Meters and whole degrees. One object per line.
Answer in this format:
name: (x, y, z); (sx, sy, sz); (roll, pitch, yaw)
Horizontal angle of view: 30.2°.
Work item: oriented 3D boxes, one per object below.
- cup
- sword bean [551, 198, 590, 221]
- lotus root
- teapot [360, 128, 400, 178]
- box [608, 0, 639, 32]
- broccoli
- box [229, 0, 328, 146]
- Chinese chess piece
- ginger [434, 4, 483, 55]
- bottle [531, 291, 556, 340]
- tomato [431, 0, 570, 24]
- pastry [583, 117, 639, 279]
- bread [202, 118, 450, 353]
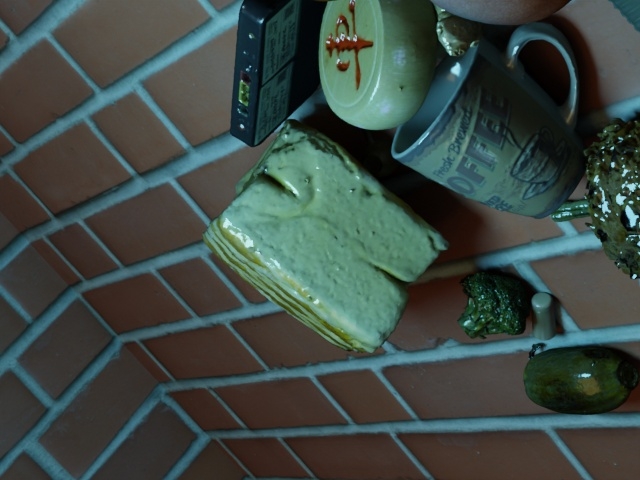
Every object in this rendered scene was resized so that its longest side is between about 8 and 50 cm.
cup: (0.295, -0.185, 1.805); (0.257, 0.227, 0.301); (30, 122, -13)
sword bean: (0.479, -0.047, 1.899); (0.269, 0.038, 0.043); (2, 108, 48)
lotus root: (0.480, 0.262, 2.222); (0.124, 0.123, 0.241); (43, 154, -22)
teapot: (0.091, -0.162, 2.157); (0.085, 0.080, 0.110); (-29, 95, 29)
box: (0.475, -0.313, 1.467); (0.274, 0.138, 0.178); (47, 156, -5)
broccoli: (0.323, 0.124, 2.222); (0.145, 0.138, 0.162); (50, -173, -6)
box: (-0.064, -0.322, 1.985); (0.058, 0.211, 0.350); (35, 149, 14)
Chinese chess piece: (0.085, -0.296, 1.832); (0.251, 0.097, 0.250); (179, 90, -65)
ginger: (0.173, -0.354, 1.632); (0.065, 0.258, 0.149); (-21, 125, 28)
bottle: (0.416, 0.141, 2.213); (0.045, 0.045, 0.096); (21, 142, 31)
tomato: (0.222, -0.383, 1.465); (0.256, 0.256, 0.224); (25, 110, 26)
pastry: (0.506, -0.064, 1.721); (0.275, 0.193, 0.274); (53, 156, 36)
bread: (0.000, 0.000, 2.202); (0.390, 0.279, 0.371); (41, 172, -4)
